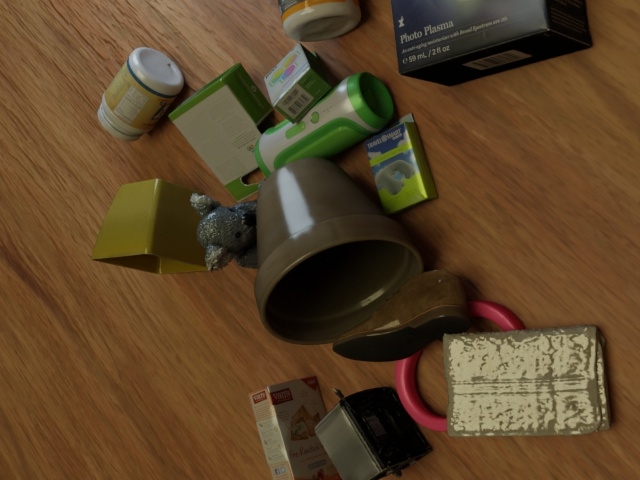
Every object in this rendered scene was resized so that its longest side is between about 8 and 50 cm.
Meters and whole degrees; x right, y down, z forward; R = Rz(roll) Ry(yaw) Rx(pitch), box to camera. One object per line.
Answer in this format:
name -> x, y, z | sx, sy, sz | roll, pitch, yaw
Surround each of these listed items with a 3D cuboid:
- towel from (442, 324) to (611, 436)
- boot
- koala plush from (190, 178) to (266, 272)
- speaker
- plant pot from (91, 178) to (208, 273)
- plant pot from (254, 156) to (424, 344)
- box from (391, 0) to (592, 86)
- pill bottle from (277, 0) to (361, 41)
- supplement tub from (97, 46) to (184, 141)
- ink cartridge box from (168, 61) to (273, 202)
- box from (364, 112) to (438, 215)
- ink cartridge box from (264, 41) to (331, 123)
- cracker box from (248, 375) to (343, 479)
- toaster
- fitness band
towel -> 0.353, 0.245, 1.548 | 0.282, 0.049, 0.187 | -5, 83, 20
boot -> 0.150, 0.148, 1.691 | 0.305, 0.112, 0.115 | -25, 49, 35
koala plush -> -0.178, -0.017, 1.912 | 0.203, 0.221, 0.196 | -22, 78, 38
speaker -> 0.003, -0.224, 1.815 | 0.296, 0.131, 0.131 | -27, 74, 36
plant pot -> -0.384, -0.034, 2.103 | 0.212, 0.212, 0.187 | -6, 76, 39
plant pot -> 0.000, 0.000, 1.740 | 0.323, 0.323, 0.280 | -48, 47, 30
box -> 0.281, -0.452, 1.551 | 0.296, 0.182, 0.294 | -10, 84, 39
pill bottle -> -0.019, -0.558, 1.805 | 0.162, 0.162, 0.279 | -17, 80, 38
supplement tub -> -0.439, -0.351, 2.166 | 0.200, 0.144, 0.144 | -45, 64, 31
ink cartridge box -> -0.186, -0.237, 2.006 | 0.188, 0.097, 0.255 | -25, 110, 37
box -> 0.154, -0.149, 1.752 | 0.109, 0.042, 0.178 | -23, 78, 37
ink cartridge box -> -0.053, -0.333, 1.821 | 0.109, 0.062, 0.209 | -43, 29, 16
cracker box -> -0.048, 0.410, 1.861 | 0.067, 0.155, 0.232 | -27, 75, 37
toaster -> 0.097, 0.376, 1.733 | 0.110, 0.168, 0.186 | -48, 64, 31
fitness band -> 0.262, 0.237, 1.668 | 0.291, 0.054, 0.209 | -38, 68, 32
